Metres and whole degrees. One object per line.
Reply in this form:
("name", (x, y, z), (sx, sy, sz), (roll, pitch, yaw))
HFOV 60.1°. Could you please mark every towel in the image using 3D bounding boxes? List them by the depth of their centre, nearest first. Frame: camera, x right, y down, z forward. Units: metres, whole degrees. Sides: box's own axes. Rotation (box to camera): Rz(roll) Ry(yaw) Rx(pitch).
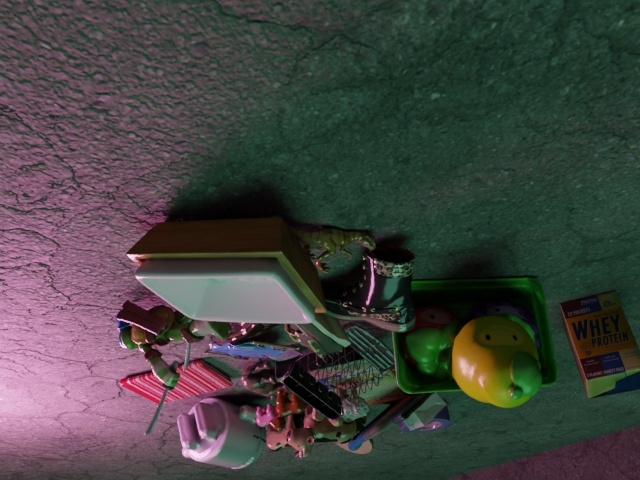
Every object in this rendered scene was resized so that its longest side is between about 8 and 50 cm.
("towel", (-0.422, 0.416, 1.631), (0.274, 0.031, 0.199), (-17, 144, 13))
("towel", (0.258, 0.578, 1.852), (0.271, 0.040, 0.370), (-28, 164, -39))

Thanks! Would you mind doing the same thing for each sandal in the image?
("sandal", (-0.158, 0.187, 1.277), (0.089, 0.060, 0.219), (-7, 162, -27))

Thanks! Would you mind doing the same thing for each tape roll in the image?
("tape roll", (0.392, 0.666, 2.102), (0.188, 0.080, 0.189), (-5, 147, -3))

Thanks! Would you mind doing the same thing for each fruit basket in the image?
("fruit basket", (0.338, 0.214, 1.191), (0.391, 0.283, 0.392), (-3, 162, -1))

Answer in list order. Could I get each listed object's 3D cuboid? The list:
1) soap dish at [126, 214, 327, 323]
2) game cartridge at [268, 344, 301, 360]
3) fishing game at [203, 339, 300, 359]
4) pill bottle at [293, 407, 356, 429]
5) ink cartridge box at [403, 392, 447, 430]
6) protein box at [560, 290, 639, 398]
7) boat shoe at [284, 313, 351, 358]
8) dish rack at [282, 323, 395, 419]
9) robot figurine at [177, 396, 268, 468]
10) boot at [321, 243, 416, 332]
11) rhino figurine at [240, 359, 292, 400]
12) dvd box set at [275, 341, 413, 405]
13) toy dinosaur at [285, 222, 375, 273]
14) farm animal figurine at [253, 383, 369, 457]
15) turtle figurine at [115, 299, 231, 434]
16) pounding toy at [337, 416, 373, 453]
("soap dish", (-0.153, 0.054, 0.974), (0.290, 0.118, 0.229), (-1, 150, 21))
("game cartridge", (-0.096, 0.313, 1.532), (0.083, 0.017, 0.056), (-23, 140, 25))
("fishing game", (-0.189, 0.273, 1.419), (0.189, 0.041, 0.264), (15, 156, -31))
("pill bottle", (0.008, 0.643, 1.956), (0.219, 0.123, 0.123), (-15, 147, 29))
("ink cartridge box", (0.350, 0.597, 1.932), (0.115, 0.067, 0.198), (-35, 166, -21))
("protein box", (0.721, 0.272, 1.420), (0.135, 0.201, 0.200), (-17, 146, 18))
("boat shoe", (-0.025, 0.198, 1.263), (0.091, 0.109, 0.305), (-35, 145, 6))
("dish rack", (0.059, 0.343, 1.460), (0.271, 0.074, 0.208), (-38, 113, 25))
("robot figurine", (-0.315, 0.644, 1.845), (0.299, 0.200, 0.353), (-32, 141, 13))
("boot", (0.087, 0.082, 1.140), (0.236, 0.085, 0.179), (13, 126, 22))
("rhino figurine", (-0.151, 0.425, 1.648), (0.106, 0.073, 0.243), (-19, 147, 13))
("dvd box set", (0.087, 0.426, 1.695), (0.307, 0.062, 0.420), (-17, 146, 16))
("toy dinosaur", (0.000, 0.000, 1.031), (0.211, 0.064, 0.112), (3, 130, -30))
("farm animal figurine", (-0.034, 0.571, 1.675), (0.326, 0.172, 0.330), (-2, 148, -11))
("turtle figurine", (-0.287, 0.222, 1.201), (0.266, 0.275, 0.198), (-26, 177, 22))
("pounding toy", (0.114, 0.700, 2.118), (0.182, 0.110, 0.237), (-20, 117, 41))
